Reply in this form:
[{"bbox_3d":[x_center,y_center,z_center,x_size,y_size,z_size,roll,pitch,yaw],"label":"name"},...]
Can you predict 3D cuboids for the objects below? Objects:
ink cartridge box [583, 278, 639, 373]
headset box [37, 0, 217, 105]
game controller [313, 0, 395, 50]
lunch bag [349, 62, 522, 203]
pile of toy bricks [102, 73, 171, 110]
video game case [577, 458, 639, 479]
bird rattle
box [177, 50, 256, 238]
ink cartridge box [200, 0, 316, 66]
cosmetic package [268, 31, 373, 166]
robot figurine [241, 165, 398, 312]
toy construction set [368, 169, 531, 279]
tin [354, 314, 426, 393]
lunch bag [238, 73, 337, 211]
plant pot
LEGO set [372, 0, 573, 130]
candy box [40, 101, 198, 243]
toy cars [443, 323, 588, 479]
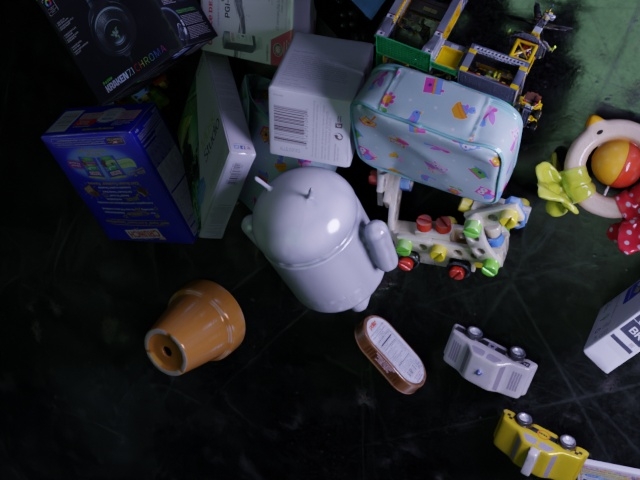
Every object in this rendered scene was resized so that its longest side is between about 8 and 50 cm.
[{"bbox_3d":[0.586,0.077,1.291,0.065,0.165,0.333,44,129,6],"label":"ink cartridge box"},{"bbox_3d":[-0.385,-0.451,1.517,0.246,0.131,0.283,-24,100,31],"label":"headset box"},{"bbox_3d":[0.110,-0.486,1.370,0.166,0.067,0.319,44,127,6],"label":"game controller"},{"bbox_3d":[0.187,-0.172,1.301,0.279,0.108,0.224,23,163,18],"label":"lunch bag"},{"bbox_3d":[-0.379,-0.323,1.735,0.212,0.118,0.105,-28,126,30],"label":"pile of toy bricks"},{"bbox_3d":[0.602,0.516,1.586,0.157,0.019,0.143,4,114,31],"label":"video game case"},{"bbox_3d":[0.487,-0.094,1.299,0.253,0.143,0.207,24,107,16],"label":"bird rattle"},{"bbox_3d":[-0.219,-0.198,1.585,0.322,0.058,0.232,-108,33,-40],"label":"box"},{"bbox_3d":[-0.123,-0.435,1.522,0.217,0.092,0.159,18,121,26],"label":"ink cartridge box"},{"bbox_3d":[0.002,-0.255,1.411,0.151,0.184,0.151,11,138,8],"label":"cosmetic package"},{"bbox_3d":[0.000,0.000,1.465,0.299,0.200,0.353,0,146,27],"label":"robot figurine"},{"bbox_3d":[0.224,-0.037,1.465,0.327,0.151,0.215,23,148,29],"label":"toy construction set"},{"bbox_3d":[0.151,0.241,1.674,0.190,0.106,0.040,48,120,2],"label":"tin"},{"bbox_3d":[-0.101,-0.182,1.593,0.262,0.160,0.223,43,131,21],"label":"lunch bag"},{"bbox_3d":[-0.318,0.224,1.898,0.205,0.188,0.205,13,119,26],"label":"plant pot"},{"bbox_3d":[0.242,-0.318,1.313,0.331,0.192,0.255,22,161,22],"label":"LEGO set"},{"bbox_3d":[-0.429,-0.146,1.771,0.268,0.122,0.317,2,134,29],"label":"candy box"},{"bbox_3d":[0.382,0.342,1.585,0.176,0.087,0.394,-28,94,39],"label":"toy cars"}]
